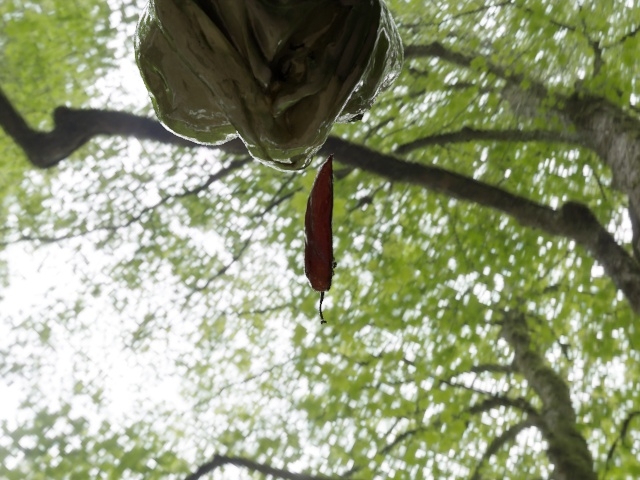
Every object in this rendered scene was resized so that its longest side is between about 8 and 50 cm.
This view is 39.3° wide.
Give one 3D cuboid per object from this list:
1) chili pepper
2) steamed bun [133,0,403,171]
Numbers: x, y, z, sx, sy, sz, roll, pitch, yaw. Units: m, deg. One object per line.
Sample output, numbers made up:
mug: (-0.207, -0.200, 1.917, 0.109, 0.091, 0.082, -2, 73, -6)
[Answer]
chili pepper: (0.000, 0.000, 1.328, 0.051, 0.059, 0.268, 1, -67, 0)
steamed bun: (-0.057, -0.278, 1.189, 0.352, 0.339, 0.247, 32, -25, -11)
